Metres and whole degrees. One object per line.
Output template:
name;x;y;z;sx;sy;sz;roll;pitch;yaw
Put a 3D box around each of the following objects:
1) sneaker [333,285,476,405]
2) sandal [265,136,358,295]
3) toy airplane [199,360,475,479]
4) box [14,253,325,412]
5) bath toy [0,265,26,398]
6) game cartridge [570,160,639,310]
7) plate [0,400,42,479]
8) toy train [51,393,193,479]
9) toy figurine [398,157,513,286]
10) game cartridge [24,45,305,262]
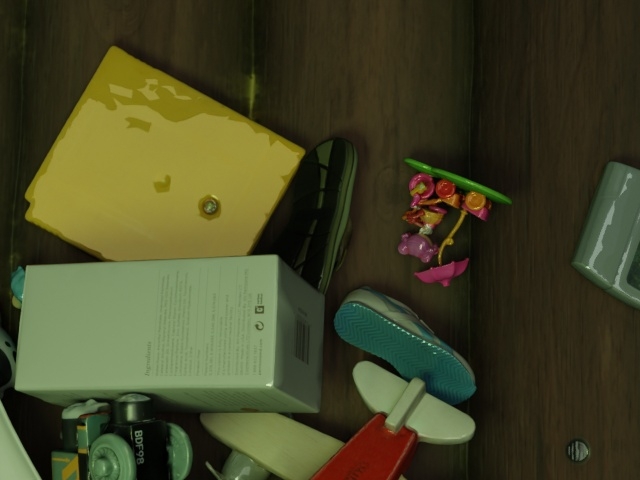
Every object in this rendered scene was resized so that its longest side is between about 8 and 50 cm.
sneaker;0.130;0.145;1.813;0.229;0.092;0.087;37;117;-3
sandal;0.002;-0.001;1.817;0.086;0.120;0.302;37;67;-45
toy airplane;0.043;0.357;1.725;0.385;0.272;0.386;-4;42;-15
box;-0.189;0.130;1.658;0.345;0.215;0.168;-3;74;15
bath toy;-0.528;0.171;1.723;0.348;0.129;0.151;-31;50;-9
game cartridge;0.534;0.022;1.903;0.294;0.060;0.196;21;86;-4
plate;-0.487;0.312;1.612;0.277;0.045;0.278;-33;74;7
toy train;-0.255;0.356;1.574;0.142;0.190;0.333;-3;89;-51
toy figurine;0.169;-0.018;1.844;0.173;0.130;0.159;24;91;18
game cartridge;-0.227;-0.083;1.829;0.324;0.052;0.285;29;82;-1
